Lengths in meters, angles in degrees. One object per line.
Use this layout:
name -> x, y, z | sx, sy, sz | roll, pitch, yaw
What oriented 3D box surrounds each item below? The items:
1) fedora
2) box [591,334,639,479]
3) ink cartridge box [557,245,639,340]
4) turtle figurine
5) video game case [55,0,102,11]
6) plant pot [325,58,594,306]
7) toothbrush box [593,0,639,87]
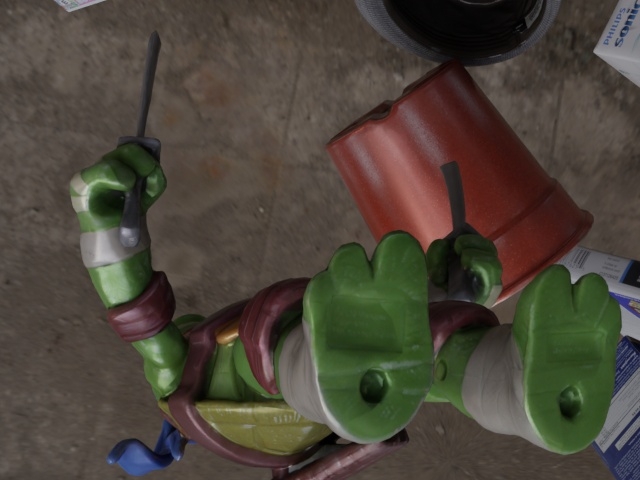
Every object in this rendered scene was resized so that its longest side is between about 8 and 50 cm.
fedora -> 0.174, -0.344, 1.447 | 0.275, 0.244, 0.124 | 25, 46, -27
box -> 0.415, 0.241, 1.485 | 0.036, 0.225, 0.136 | 24, 111, -29
ink cartridge box -> 0.547, 0.117, 1.856 | 0.307, 0.303, 0.072 | 32, 81, -32
turtle figurine -> 0.000, 0.000, 0.526 | 0.198, 0.266, 0.275 | 45, 71, -23
video game case -> -0.221, -0.241, 0.979 | 0.087, 0.122, 0.011 | -10, 61, 29
plant pot -> 0.160, -0.068, 1.463 | 0.272, 0.272, 0.265 | -34, 97, -1
toothbrush box -> 0.488, -0.191, 1.272 | 0.295, 0.216, 0.126 | 27, 91, 55
